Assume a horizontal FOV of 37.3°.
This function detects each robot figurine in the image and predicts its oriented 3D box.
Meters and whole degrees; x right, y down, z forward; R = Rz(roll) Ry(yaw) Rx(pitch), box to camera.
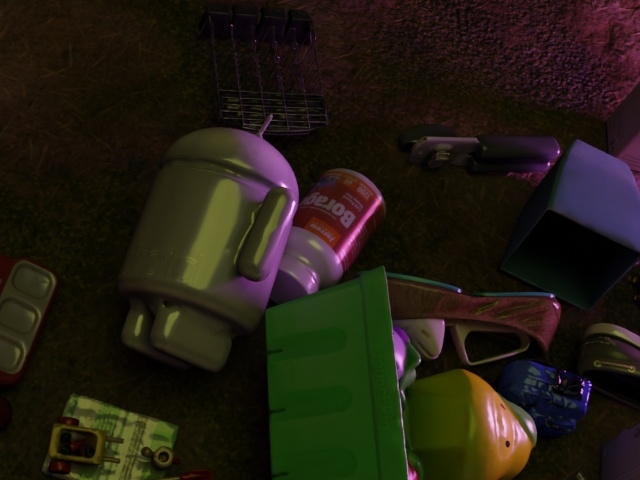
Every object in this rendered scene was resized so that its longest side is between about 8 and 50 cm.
[{"bbox_3d":[-0.148,-0.004,1.283,0.200,0.300,0.353,33,65,-40],"label":"robot figurine"}]

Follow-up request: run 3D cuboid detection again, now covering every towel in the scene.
[{"bbox_3d":[-0.270,0.272,1.232,0.152,0.023,0.113,19,58,-9],"label":"towel"}]

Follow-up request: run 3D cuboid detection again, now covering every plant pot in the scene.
[{"bbox_3d":[0.427,-0.046,1.570,0.166,0.165,0.234,26,49,-2],"label":"plant pot"}]

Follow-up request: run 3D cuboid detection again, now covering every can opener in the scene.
[{"bbox_3d":[0.279,-0.164,1.643,0.281,0.074,0.093,2,58,-17],"label":"can opener"}]

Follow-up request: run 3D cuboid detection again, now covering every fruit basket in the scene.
[{"bbox_3d":[0.118,0.246,1.245,0.392,0.283,0.392,-1,60,2],"label":"fruit basket"}]

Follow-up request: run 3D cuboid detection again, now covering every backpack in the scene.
[{"bbox_3d":[0.323,0.231,1.402,0.120,0.098,0.101,23,59,-5],"label":"backpack"}]

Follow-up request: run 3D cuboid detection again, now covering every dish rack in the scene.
[{"bbox_3d":[-0.095,-0.284,1.600,0.208,0.074,0.271,0,62,-17],"label":"dish rack"}]

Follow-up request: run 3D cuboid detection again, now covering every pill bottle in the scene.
[{"bbox_3d":[0.000,0.000,1.422,0.121,0.121,0.216,34,55,4],"label":"pill bottle"}]

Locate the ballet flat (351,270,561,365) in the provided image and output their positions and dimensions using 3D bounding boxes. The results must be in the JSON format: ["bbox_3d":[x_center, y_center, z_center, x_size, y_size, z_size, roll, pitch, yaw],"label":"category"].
[{"bbox_3d":[0.207,0.126,1.437,0.343,0.116,0.124,8,77,-18],"label":"ballet flat"}]

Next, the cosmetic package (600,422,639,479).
[{"bbox_3d":[0.542,0.355,1.381,0.238,0.127,0.107,16,57,-6],"label":"cosmetic package"}]

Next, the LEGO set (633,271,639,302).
[{"bbox_3d":[0.709,0.096,1.552,0.331,0.192,0.255,22,55,-4],"label":"LEGO set"}]

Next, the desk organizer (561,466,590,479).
[{"bbox_3d":[0.384,0.395,1.349,0.047,0.050,0.130,-26,70,-29],"label":"desk organizer"}]

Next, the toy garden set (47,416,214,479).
[{"bbox_3d":[-0.242,0.330,1.167,0.244,0.049,0.203,11,65,-12],"label":"toy garden set"}]

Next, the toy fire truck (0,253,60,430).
[{"bbox_3d":[-0.482,0.121,1.181,0.254,0.169,0.302,28,54,-23],"label":"toy fire truck"}]

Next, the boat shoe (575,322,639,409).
[{"bbox_3d":[0.539,0.237,1.466,0.305,0.109,0.091,27,56,6],"label":"boat shoe"}]

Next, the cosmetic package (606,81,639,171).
[{"bbox_3d":[0.655,-0.245,1.673,0.160,0.309,0.113,14,57,-9],"label":"cosmetic package"}]
